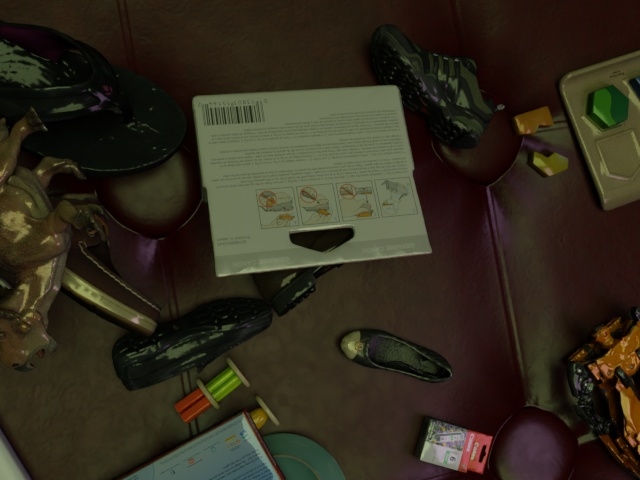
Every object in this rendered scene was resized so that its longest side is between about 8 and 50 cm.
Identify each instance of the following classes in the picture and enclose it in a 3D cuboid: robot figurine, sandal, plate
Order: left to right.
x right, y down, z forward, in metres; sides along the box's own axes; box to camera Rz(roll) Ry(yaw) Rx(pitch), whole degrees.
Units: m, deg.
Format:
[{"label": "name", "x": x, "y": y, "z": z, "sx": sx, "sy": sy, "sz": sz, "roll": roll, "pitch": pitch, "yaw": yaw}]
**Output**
[{"label": "sandal", "x": -0.387, "y": -0.213, "z": 0.933, "sx": 0.446, "sy": 0.107, "sz": 0.167, "roll": 23, "pitch": 68, "yaw": -10}, {"label": "plate", "x": -0.054, "y": 0.357, "z": 0.994, "sx": 0.188, "sy": 0.024, "sz": 0.188, "roll": -2, "pitch": 69, "yaw": 5}, {"label": "robot figurine", "x": 0.494, "y": 0.247, "z": 1.125, "sx": 0.211, "sy": 0.085, "sz": 0.291, "roll": -37, "pitch": 96, "yaw": -12}]

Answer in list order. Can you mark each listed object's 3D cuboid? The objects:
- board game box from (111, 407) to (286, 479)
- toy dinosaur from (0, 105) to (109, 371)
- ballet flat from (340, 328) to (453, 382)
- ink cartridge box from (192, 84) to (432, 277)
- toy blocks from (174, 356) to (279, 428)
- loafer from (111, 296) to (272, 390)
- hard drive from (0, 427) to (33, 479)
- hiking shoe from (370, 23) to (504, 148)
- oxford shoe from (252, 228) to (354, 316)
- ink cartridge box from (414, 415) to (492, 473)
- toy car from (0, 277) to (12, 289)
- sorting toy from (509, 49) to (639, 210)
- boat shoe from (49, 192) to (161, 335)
[{"label": "board game box", "x": -0.186, "y": 0.351, "z": 0.965, "sx": 0.281, "sy": 0.027, "sz": 0.145, "roll": -29, "pitch": 90, "yaw": 3}, {"label": "toy dinosaur", "x": -0.357, "y": -0.020, "z": 0.818, "sx": 0.200, "sy": 0.127, "sz": 0.295, "roll": -31, "pitch": 75, "yaw": -7}, {"label": "ballet flat", "x": 0.113, "y": 0.166, "z": 1.065, "sx": 0.173, "sy": 0.049, "sz": 0.057, "roll": 16, "pitch": 83, "yaw": -11}, {"label": "ink cartridge box", "x": -0.016, "y": -0.081, "z": 1.011, "sx": 0.296, "sy": 0.066, "sz": 0.261, "roll": -6, "pitch": 73, "yaw": -12}, {"label": "toy blocks", "x": -0.149, "y": 0.251, "z": 1.003, "sx": 0.148, "sy": 0.054, "sz": 0.123, "roll": -38, "pitch": 96, "yaw": -11}, {"label": "loafer", "x": -0.170, "y": 0.140, "z": 1.001, "sx": 0.223, "sy": 0.076, "sz": 0.078, "roll": -19, "pitch": 123, "yaw": -16}, {"label": "hard drive", "x": -0.518, "y": 0.280, "z": 0.929, "sx": 0.210, "sy": 0.040, "sz": 0.318, "roll": -31, "pitch": 93, "yaw": -12}, {"label": "hiking shoe", "x": 0.172, "y": -0.244, "z": 1.093, "sx": 0.227, "sy": 0.086, "sz": 0.114, "roll": 45, "pitch": 66, "yaw": -12}, {"label": "oxford shoe", "x": 0.000, "y": 0.000, "z": 1.036, "sx": 0.227, "sy": 0.083, "sz": 0.096, "roll": -37, "pitch": 78, "yaw": -20}, {"label": "ink cartridge box", "x": 0.203, "y": 0.308, "z": 1.088, "sx": 0.115, "sy": 0.029, "sz": 0.063, "roll": 18, "pitch": 83, "yaw": -10}, {"label": "toy car", "x": -0.467, "y": 0.059, "z": 0.890, "sx": 0.136, "sy": 0.159, "sz": 0.182, "roll": -28, "pitch": 94, "yaw": -11}, {"label": "sorting toy", "x": 0.466, "y": -0.170, "z": 1.162, "sx": 0.307, "sy": 0.041, "sz": 0.229, "roll": -19, "pitch": 91, "yaw": -12}, {"label": "boat shoe", "x": -0.330, "y": -0.012, "z": 0.944, "sx": 0.342, "sy": 0.123, "sz": 0.123, "roll": 37, "pitch": 73, "yaw": 3}]
